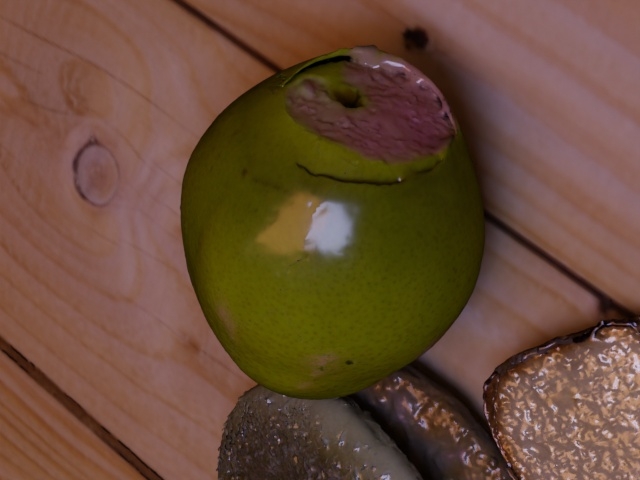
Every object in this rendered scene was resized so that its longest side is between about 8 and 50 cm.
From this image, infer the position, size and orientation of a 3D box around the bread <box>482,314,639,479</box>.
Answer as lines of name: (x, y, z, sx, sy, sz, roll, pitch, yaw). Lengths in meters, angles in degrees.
bread: (0.169, 0.113, 1.010, 0.126, 0.044, 0.129, -31, 80, 35)

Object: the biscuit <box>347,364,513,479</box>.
biscuit: (0.091, 0.197, 1.104, 0.141, 0.038, 0.289, -11, 98, 44)

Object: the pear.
pear: (0.000, 0.000, 1.031, 0.187, 0.187, 0.219, 45, 139, 21)

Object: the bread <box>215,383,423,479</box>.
bread: (0.008, 0.218, 1.142, 0.267, 0.040, 0.267, 31, 131, 44)
